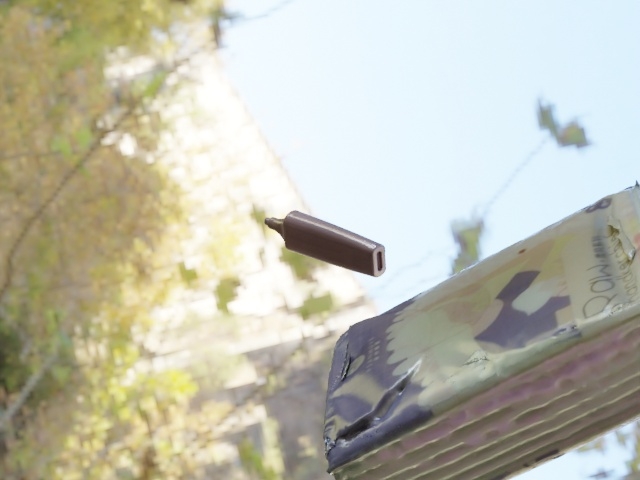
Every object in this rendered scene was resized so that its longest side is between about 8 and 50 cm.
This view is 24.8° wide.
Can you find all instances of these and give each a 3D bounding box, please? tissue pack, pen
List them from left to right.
[{"bbox_3d":[0.000,0.000,1.752,0.197,0.032,0.053,20,-54,41],"label":"pen"},{"bbox_3d":[0.176,0.101,1.317,0.125,0.343,0.242,57,18,-19],"label":"tissue pack"}]
